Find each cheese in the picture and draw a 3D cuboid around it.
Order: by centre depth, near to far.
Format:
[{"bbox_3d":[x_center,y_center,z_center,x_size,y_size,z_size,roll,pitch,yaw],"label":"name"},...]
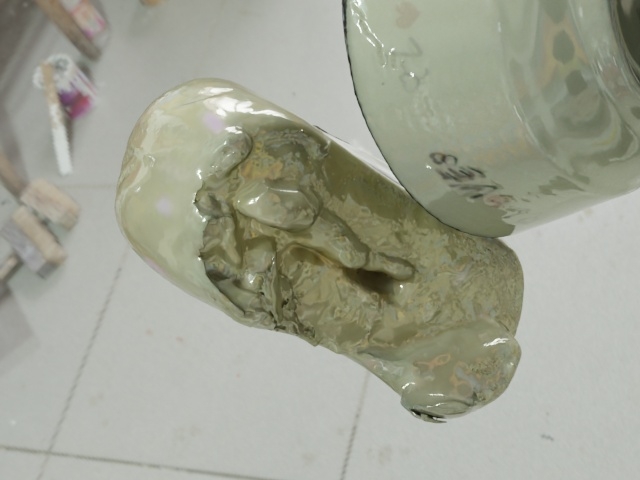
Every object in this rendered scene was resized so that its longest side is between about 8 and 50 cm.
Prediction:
[{"bbox_3d":[0.000,0.000,0.661,0.127,0.266,0.233,-62,30,6],"label":"cheese"}]

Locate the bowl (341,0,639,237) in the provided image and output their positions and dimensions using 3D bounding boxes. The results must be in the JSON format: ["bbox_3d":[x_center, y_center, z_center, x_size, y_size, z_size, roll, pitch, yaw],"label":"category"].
[{"bbox_3d":[0.135,-0.119,0.582,0.126,0.238,0.237,-2,56,46],"label":"bowl"}]
